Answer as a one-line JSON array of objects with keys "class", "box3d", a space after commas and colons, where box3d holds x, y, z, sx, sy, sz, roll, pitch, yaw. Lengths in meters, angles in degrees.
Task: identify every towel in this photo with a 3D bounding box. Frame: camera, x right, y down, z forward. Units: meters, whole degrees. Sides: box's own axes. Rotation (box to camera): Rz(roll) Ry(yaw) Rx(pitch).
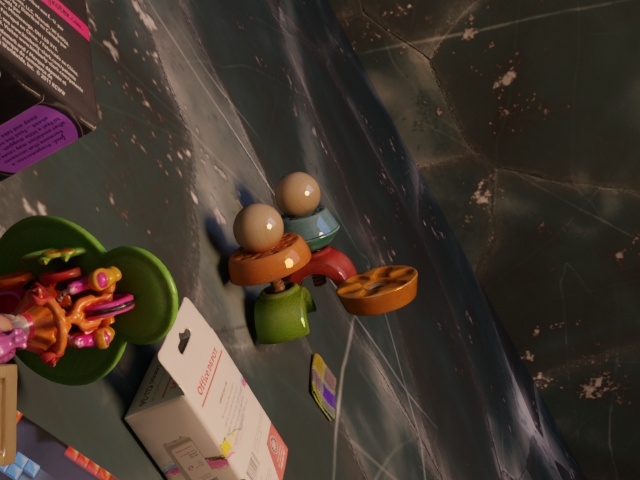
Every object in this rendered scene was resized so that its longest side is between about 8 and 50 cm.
[{"class": "towel", "box3d": [0.004, 0.191, 1.340, 0.060, 0.009, 0.083, 58, 18, -24]}]

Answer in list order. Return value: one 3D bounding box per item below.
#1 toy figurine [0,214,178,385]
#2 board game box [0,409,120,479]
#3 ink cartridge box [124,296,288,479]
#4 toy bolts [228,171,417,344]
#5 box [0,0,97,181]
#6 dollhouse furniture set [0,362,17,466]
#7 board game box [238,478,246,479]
[{"class": "toy figurine", "box3d": [-0.207, 0.061, 0.669, 0.159, 0.173, 0.130, -28, 111, -60]}, {"class": "board game box", "box3d": [-0.185, 0.184, 0.555, 0.141, 0.048, 0.170, 36, 44, -12]}, {"class": "ink cartridge box", "box3d": [-0.110, 0.164, 0.937, 0.198, 0.067, 0.115, 61, 17, -20]}, {"class": "toy bolts", "box3d": [0.000, 0.000, 1.265, 0.228, 0.218, 0.159, -81, 157, -73]}, {"class": "box", "box3d": [-0.276, -0.181, 0.738, 0.143, 0.165, 0.270, 43, 27, -52]}, {"class": "dollhouse furniture set", "box3d": [-0.202, 0.126, 0.345, 0.182, 0.101, 0.161, 8, 83, -71]}, {"class": "board game box", "box3d": [-0.074, 0.336, 0.663, 0.242, 0.064, 0.317, -3, 62, -57]}]
